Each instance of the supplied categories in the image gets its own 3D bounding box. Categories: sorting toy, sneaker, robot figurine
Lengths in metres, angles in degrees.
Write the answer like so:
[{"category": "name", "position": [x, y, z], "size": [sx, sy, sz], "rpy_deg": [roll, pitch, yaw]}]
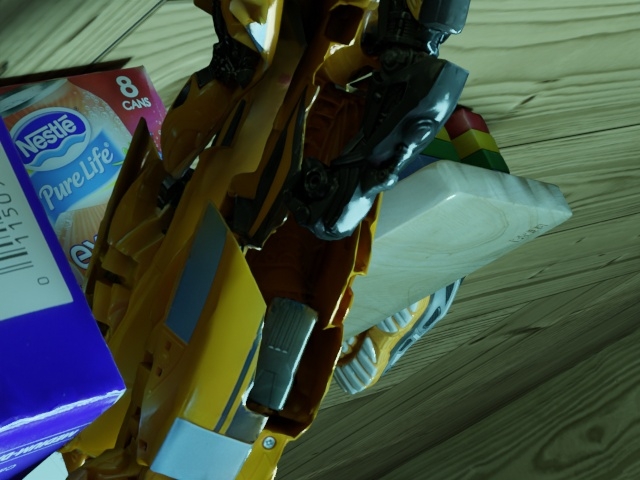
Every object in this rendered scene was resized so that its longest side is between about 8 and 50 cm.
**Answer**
[{"category": "sorting toy", "position": [0.000, 0.000, 1.257], "size": [0.255, 0.089, 0.257], "rpy_deg": [-30, 168, 18]}, {"category": "sneaker", "position": [0.060, 0.063, 1.681], "size": [0.083, 0.084, 0.215], "rpy_deg": [-24, 168, -33]}, {"category": "robot figurine", "position": [-0.029, -0.021, 0.751], "size": [0.085, 0.291, 0.211], "rpy_deg": [18, -170, -20]}]

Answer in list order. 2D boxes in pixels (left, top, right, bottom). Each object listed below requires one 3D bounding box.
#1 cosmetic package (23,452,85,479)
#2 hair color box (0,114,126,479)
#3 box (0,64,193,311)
[{"category": "cosmetic package", "position": [-0.212, 0.186, 1.277], "size": [0.184, 0.151, 0.151], "rpy_deg": [-43, -169, -24]}, {"category": "hair color box", "position": [-0.230, 0.055, 0.782], "size": [0.110, 0.185, 0.339], "rpy_deg": [-15, 164, -40]}, {"category": "box", "position": [-0.170, 0.033, 0.959], "size": [0.128, 0.122, 0.257], "rpy_deg": [-14, 163, -41]}]
